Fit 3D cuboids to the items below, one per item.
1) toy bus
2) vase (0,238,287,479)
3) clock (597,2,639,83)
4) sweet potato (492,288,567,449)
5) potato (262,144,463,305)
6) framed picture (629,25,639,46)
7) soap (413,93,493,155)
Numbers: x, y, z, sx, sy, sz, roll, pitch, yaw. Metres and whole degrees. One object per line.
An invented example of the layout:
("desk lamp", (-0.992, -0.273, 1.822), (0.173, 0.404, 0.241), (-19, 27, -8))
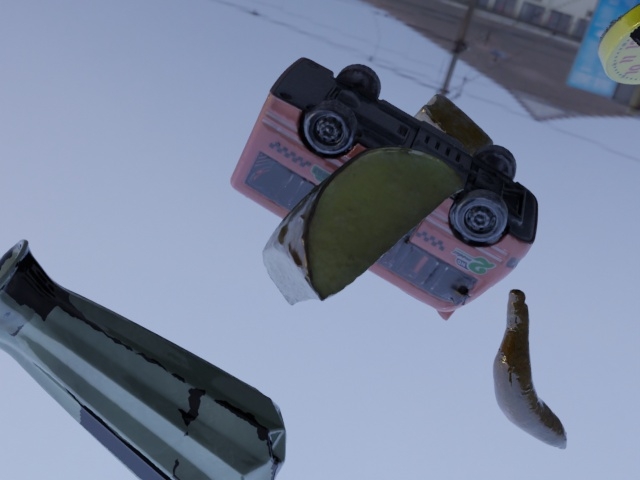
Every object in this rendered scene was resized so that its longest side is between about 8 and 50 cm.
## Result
("toy bus", (0.096, -0.076, 1.345), (0.427, 0.233, 0.203), (31, -148, -1))
("vase", (-0.201, 0.153, 0.952), (0.360, 0.165, 0.165), (41, -167, -22))
("clock", (0.654, -0.364, 1.648), (0.294, 0.277, 0.071), (-8, -112, -10))
("sweet potato", (0.359, 0.253, 1.630), (0.108, 0.346, 0.079), (-31, -157, -31))
("potato", (0.000, 0.000, 1.103), (0.269, 0.255, 0.112), (-35, -90, -38))
("framed picture", (0.607, -0.309, 1.417), (0.199, 0.010, 0.195), (45, -110, 6))
("soap", (0.198, -0.152, 1.683), (0.140, 0.232, 0.073), (44, -126, 1))
